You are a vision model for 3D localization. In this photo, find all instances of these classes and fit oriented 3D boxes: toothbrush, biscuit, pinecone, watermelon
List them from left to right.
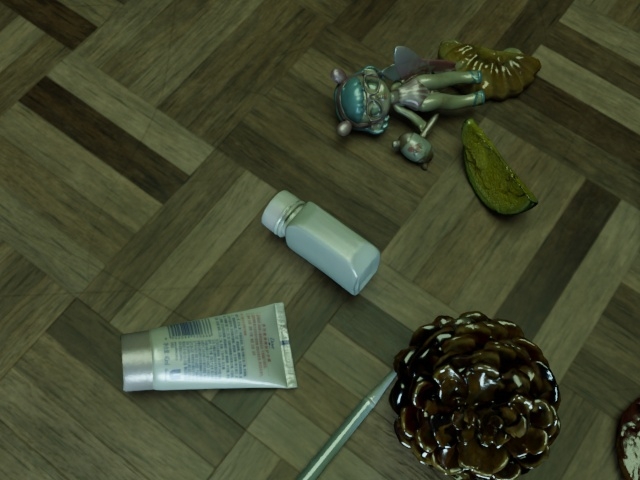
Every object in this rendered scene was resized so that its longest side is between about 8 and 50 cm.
[{"bbox_3d":[0.058,0.253,1.015,0.030,0.025,0.342,42,71,13],"label":"toothbrush"},{"bbox_3d":[0.202,0.211,0.926,0.224,0.272,0.224,0,99,2],"label":"pinecone"},{"bbox_3d":[0.296,-0.306,1.243,0.183,0.061,0.118,14,69,4],"label":"biscuit"},{"bbox_3d":[0.297,-0.111,1.146,0.075,0.092,0.181,-18,59,-24],"label":"watermelon"},{"bbox_3d":[0.514,0.298,0.996,0.192,0.049,0.192,1,63,-2],"label":"biscuit"}]

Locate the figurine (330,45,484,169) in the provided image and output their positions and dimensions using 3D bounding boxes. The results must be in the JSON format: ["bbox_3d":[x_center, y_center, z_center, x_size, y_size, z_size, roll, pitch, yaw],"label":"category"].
[{"bbox_3d":[0.149,-0.223,1.195,0.260,0.103,0.205,-8,103,-7],"label":"figurine"}]

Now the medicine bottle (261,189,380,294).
[{"bbox_3d":[0.000,0.000,1.071,0.183,0.119,0.069,35,73,15],"label":"medicine bottle"}]

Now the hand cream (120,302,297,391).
[{"bbox_3d":[-0.163,0.160,1.029,0.248,0.083,0.133,-2,67,-14],"label":"hand cream"}]
